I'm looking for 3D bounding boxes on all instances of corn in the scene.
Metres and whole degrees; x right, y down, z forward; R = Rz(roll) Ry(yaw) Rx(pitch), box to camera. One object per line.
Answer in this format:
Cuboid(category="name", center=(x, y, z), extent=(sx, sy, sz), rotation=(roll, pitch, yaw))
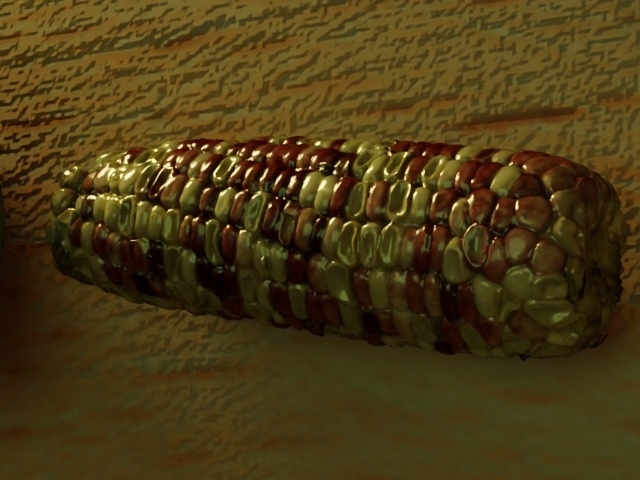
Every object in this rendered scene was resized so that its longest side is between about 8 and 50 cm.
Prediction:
Cuboid(category="corn", center=(0.000, 0.000, 0.740), extent=(0.290, 0.098, 0.098), rotation=(3, 83, 28))

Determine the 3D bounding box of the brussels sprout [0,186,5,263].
Cuboid(category="brussels sprout", center=(-0.275, -0.030, 0.807), extent=(0.210, 0.219, 0.271), rotation=(-31, 89, 34))
